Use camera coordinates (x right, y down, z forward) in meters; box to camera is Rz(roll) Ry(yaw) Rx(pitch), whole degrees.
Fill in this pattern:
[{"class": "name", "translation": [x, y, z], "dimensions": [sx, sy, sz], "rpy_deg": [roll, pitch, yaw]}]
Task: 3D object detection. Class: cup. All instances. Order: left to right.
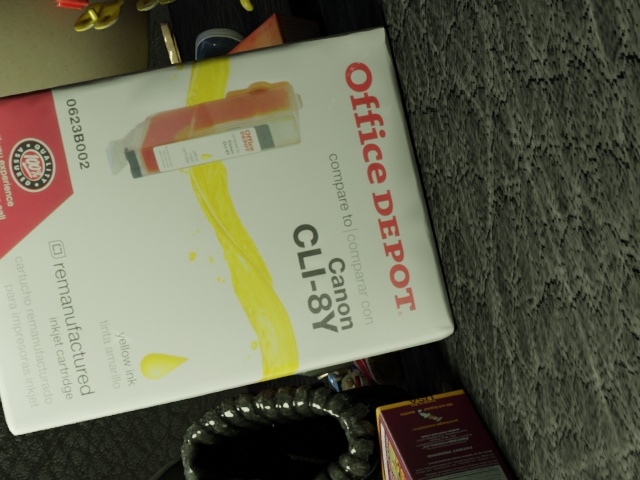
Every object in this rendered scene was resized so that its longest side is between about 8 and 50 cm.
[{"class": "cup", "translation": [-0.319, -0.205, 1.979], "dimensions": [0.237, 0.331, 0.331], "rpy_deg": [-60, -1, -12]}]

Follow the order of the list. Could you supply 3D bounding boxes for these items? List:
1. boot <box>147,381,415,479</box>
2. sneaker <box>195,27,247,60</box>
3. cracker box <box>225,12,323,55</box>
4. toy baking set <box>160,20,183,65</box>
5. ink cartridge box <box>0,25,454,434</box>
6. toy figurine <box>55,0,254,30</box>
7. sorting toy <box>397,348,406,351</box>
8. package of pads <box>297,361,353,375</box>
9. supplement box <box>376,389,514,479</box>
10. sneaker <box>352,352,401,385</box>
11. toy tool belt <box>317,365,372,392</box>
[{"class": "boot", "translation": [-0.077, 0.228, 1.660], "dimensions": [0.131, 0.348, 0.260], "rpy_deg": [61, -165, 10]}, {"class": "sneaker", "translation": [-0.112, -0.163, 2.392], "dimensions": [0.226, 0.086, 0.163], "rpy_deg": [72, -169, -54]}, {"class": "cracker box", "translation": [-0.043, -0.095, 1.855], "dimensions": [0.156, 0.067, 0.232], "rpy_deg": [-36, 62, 41]}, {"class": "toy baking set", "translation": [-0.144, -0.118, 1.909], "dimensions": [0.256, 0.030, 0.196], "rpy_deg": [-104, -2, -50]}, {"class": "ink cartridge box", "translation": [-0.106, -0.009, 1.548], "dimensions": [0.160, 0.385, 0.279], "rpy_deg": [152, 106, -79]}, {"class": "toy figurine", "translation": [-0.082, -0.325, 1.819], "dimensions": [0.362, 0.217, 0.191], "rpy_deg": [-14, 81, 39]}, {"class": "sorting toy", "translation": [0.000, 0.000, 1.730], "dimensions": [0.046, 0.132, 0.274], "rpy_deg": [-31, -65, -54]}, {"class": "package of pads", "translation": [-0.065, 0.006, 2.063], "dimensions": [0.229, 0.101, 0.296], "rpy_deg": [-6, 93, 60]}, {"class": "supplement box", "translation": [0.108, 0.215, 1.457], "dimensions": [0.188, 0.081, 0.104], "rpy_deg": [-117, 17, -63]}, {"class": "sneaker", "translation": [0.049, 0.092, 1.847], "dimensions": [0.067, 0.042, 0.118], "rpy_deg": [164, 91, -79]}, {"class": "toy tool belt", "translation": [0.027, 0.160, 2.074], "dimensions": [0.083, 0.051, 0.052], "rpy_deg": [-145, 43, -78]}]
